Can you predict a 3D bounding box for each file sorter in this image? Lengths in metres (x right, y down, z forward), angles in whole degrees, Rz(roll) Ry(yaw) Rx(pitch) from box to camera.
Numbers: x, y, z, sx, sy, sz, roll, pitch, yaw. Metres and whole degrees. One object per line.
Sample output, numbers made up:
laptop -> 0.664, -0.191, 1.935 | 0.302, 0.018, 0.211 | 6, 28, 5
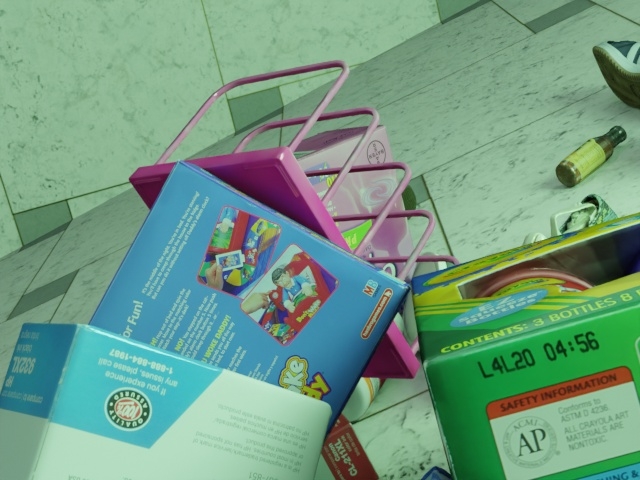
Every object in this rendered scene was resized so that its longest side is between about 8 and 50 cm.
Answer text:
file sorter -> -0.010, -0.020, 1.207 | 0.202, 0.290, 0.182 | -4, 40, 39

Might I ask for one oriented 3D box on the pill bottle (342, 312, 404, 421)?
pill bottle -> 0.042, 0.136, 1.336 | 0.086, 0.086, 0.152 | -16, 19, 32

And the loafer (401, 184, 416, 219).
loafer -> 0.101, -0.041, 1.823 | 0.050, 0.056, 0.148 | -4, 28, 40

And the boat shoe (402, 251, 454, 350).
boat shoe -> 0.174, 0.086, 1.324 | 0.099, 0.116, 0.319 | 14, 2, -12

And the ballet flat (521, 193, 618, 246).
ballet flat -> 0.282, 0.005, 1.396 | 0.188, 0.070, 0.070 | -36, 18, -25

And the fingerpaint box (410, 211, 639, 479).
fingerpaint box -> 0.295, 0.057, 0.799 | 0.445, 0.163, 0.371 | -16, 4, 5

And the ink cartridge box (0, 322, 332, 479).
ink cartridge box -> -0.147, 0.237, 0.851 | 0.129, 0.223, 0.307 | -5, 67, 55

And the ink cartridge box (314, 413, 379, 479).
ink cartridge box -> -0.046, 0.241, 1.181 | 0.175, 0.072, 0.127 | -30, 17, -10

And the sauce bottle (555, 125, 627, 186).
sauce bottle -> 0.390, -0.123, 1.651 | 0.128, 0.042, 0.042 | -35, 18, -29

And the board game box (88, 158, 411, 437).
board game box -> -0.104, 0.135, 1.033 | 0.347, 0.233, 0.078 | -61, -6, 3

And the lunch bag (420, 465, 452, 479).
lunch bag -> 0.083, 0.272, 0.861 | 0.151, 0.096, 0.129 | -54, 11, 14

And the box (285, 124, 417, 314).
box -> 0.000, 0.000, 1.452 | 0.213, 0.243, 0.117 | -24, 16, -41

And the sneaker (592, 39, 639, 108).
sneaker -> 0.538, -0.277, 1.774 | 0.153, 0.099, 0.282 | -32, 23, 1
